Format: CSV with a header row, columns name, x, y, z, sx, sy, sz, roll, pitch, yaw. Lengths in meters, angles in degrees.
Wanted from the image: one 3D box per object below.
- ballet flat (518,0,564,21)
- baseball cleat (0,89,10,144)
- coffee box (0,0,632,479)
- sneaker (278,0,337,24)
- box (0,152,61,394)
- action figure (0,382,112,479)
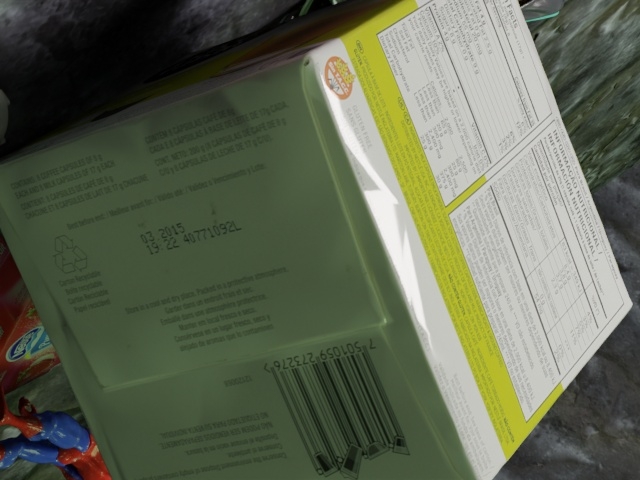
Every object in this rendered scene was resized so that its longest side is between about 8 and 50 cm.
name,x,y,z,sx,sy,sz,roll,pitch,yaw
ballet flat,0.195,-0.269,1.909,0.203,0.074,0.074,-23,162,-27
baseball cleat,-0.318,-0.048,1.331,0.109,0.072,0.206,-16,146,-44
coffee box,0.000,0.000,1.365,0.338,0.338,0.334,-14,-165,35
sneaker,0.039,-0.189,1.664,0.256,0.094,0.151,-38,143,-39
box,-0.281,0.034,1.548,0.123,0.128,0.257,-28,165,-37
action figure,-0.260,0.163,1.610,0.091,0.139,0.280,-34,149,13
